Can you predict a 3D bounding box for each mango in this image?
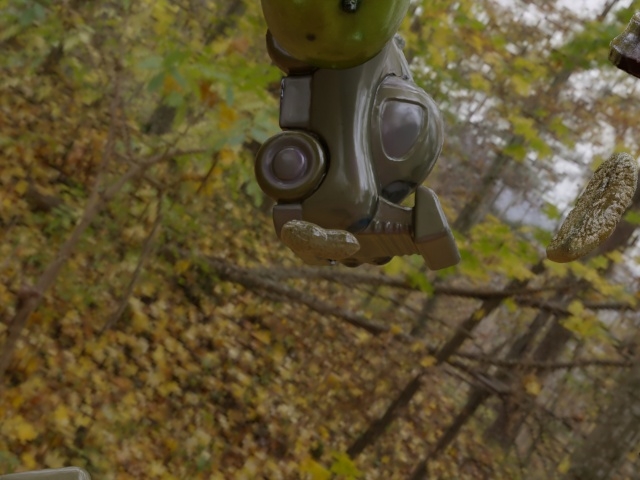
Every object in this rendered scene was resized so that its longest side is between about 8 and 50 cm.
[{"bbox_3d":[0.012,-0.288,0.966,0.143,0.175,0.293,21,36,-24],"label":"mango"}]

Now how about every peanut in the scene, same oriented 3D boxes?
[{"bbox_3d":[0.000,0.000,0.981,0.083,0.037,0.037,8,7,2],"label":"peanut"}]

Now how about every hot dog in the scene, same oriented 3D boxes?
[{"bbox_3d":[0.491,-0.049,1.686,0.073,0.242,0.084,36,-17,-1],"label":"hot dog"}]

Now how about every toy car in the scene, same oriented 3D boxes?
[{"bbox_3d":[0.061,-0.142,1.165,0.227,0.335,0.242,2,-13,14],"label":"toy car"}]

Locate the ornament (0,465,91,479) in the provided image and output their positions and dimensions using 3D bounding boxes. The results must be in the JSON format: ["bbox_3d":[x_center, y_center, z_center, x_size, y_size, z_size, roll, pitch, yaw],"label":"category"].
[{"bbox_3d":[-0.146,0.246,0.492,0.245,0.230,0.061,27,-17,14],"label":"ornament"}]

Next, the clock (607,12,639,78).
[{"bbox_3d":[0.409,-0.131,0.823,0.319,0.080,0.318,7,21,-3],"label":"clock"}]
